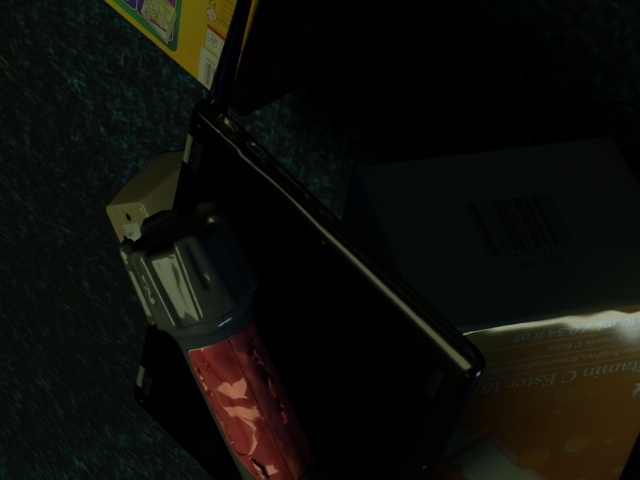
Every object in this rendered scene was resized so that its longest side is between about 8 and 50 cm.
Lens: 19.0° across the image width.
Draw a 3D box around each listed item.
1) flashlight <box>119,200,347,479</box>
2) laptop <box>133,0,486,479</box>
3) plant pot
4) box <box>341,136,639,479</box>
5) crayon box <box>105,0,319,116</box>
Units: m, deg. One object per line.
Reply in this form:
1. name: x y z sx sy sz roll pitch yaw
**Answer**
1. flashlight: -0.038 0.125 1.289 0.103 0.103 0.304 -13 110 29
2. laptop: 0.000 0.000 1.439 0.408 0.236 0.382 43 148 18
3. plant pot: -0.144 -0.022 1.886 0.109 0.096 0.109 -5 113 54
4. box: 0.121 0.107 1.486 0.345 0.215 0.168 101 154 -47
5. crayon box: -0.123 -0.258 1.678 0.278 0.081 0.165 41 143 25
